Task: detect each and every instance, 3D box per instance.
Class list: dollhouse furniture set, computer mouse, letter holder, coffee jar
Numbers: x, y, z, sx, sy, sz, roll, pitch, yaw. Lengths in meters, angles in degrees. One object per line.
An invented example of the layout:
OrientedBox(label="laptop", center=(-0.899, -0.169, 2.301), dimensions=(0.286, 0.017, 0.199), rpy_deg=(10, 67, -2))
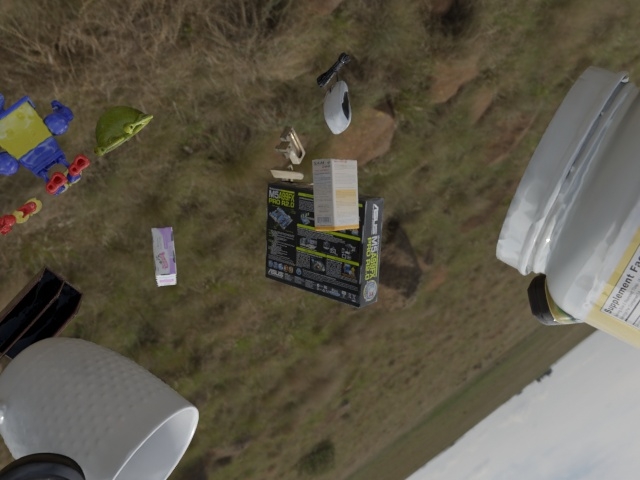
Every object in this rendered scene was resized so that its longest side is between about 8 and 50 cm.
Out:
OrientedBox(label="dollhouse furniture set", center=(-0.058, -0.239, 1.744), dimensions=(0.151, 0.123, 0.144), rpy_deg=(-65, 147, -29))
OrientedBox(label="computer mouse", center=(-0.371, 0.372, 0.762), dimensions=(0.188, 0.072, 0.272), rpy_deg=(-5, 120, -23))
OrientedBox(label="letter holder", center=(-0.876, 0.257, 1.723), dimensions=(0.302, 0.152, 0.214), rpy_deg=(-47, -158, -2))
OrientedBox(label="coffee jar", center=(0.388, 0.070, 0.798), dimensions=(0.096, 0.079, 0.184), rpy_deg=(2, 166, -42))
OrientedBox(label="computer mouse", center=(0.033, -0.339, 1.348), dimensions=(0.042, 0.193, 0.106), rpy_deg=(18, 146, -39))

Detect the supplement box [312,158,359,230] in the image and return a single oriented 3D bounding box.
OrientedBox(label="supplement box", center=(0.022, -0.064, 0.808), dimensions=(0.036, 0.099, 0.062), rpy_deg=(1, -176, 38))

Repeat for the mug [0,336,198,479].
OrientedBox(label="mug", center=(-0.471, 0.353, 1.080), dimensions=(0.276, 0.328, 0.374), rpy_deg=(-64, 163, 17))

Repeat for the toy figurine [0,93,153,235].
OrientedBox(label="toy figurine", center=(-0.520, -0.205, 1.073), dimensions=(0.362, 0.217, 0.191), rpy_deg=(-42, -164, -13))

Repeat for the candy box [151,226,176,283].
OrientedBox(label="candy box", center=(-0.533, 0.058, 1.975), dimensions=(0.070, 0.165, 0.196), rpy_deg=(-5, 168, -15))

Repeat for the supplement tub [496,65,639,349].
OrientedBox(label="supplement tub", center=(0.352, 0.000, 0.500), dimensions=(0.241, 0.331, 0.241), rpy_deg=(-44, 151, -33))

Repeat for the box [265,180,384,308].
OrientedBox(label="box", center=(0.000, 0.000, 1.192), dimensions=(0.060, 0.270, 0.217), rpy_deg=(-12, 109, -48))
